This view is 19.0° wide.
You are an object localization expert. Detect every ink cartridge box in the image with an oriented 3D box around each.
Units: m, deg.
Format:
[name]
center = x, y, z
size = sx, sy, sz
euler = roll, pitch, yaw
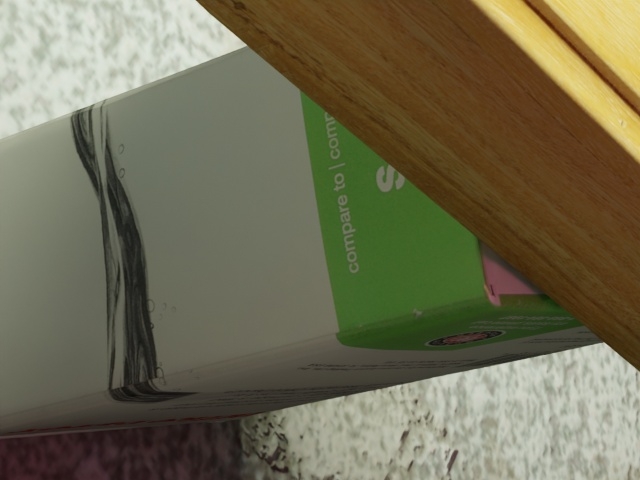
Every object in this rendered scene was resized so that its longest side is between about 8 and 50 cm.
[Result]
[ink cartridge box]
center = 0.000, 0.000, 0.749
size = 0.198, 0.273, 0.114
euler = 3, 76, -52

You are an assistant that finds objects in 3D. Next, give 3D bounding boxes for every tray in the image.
[tray]
center = 0.133, -0.061, 0.653
size = 0.411, 0.076, 0.202
euler = 38, 50, -40
